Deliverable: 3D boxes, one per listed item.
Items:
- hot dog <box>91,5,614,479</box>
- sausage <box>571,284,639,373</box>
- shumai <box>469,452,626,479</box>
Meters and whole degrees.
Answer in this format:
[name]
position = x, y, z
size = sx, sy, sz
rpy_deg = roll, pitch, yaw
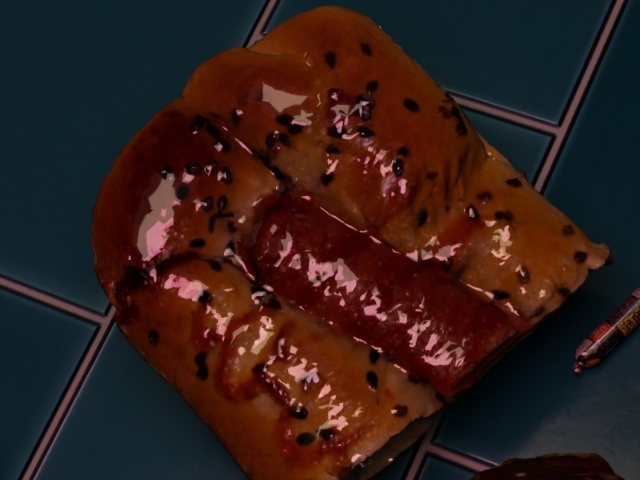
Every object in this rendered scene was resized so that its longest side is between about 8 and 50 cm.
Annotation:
[hot dog]
position = 0.000, 0.000, 1.442
size = 0.367, 0.196, 0.365
rpy_deg = -41, 83, -8
[sausage]
position = 0.295, 0.049, 1.507
size = 0.198, 0.028, 0.025
rpy_deg = -44, 93, -10
[shumai]
position = 0.180, 0.300, 1.288
size = 0.309, 0.263, 0.304
rpy_deg = -14, 62, 5
